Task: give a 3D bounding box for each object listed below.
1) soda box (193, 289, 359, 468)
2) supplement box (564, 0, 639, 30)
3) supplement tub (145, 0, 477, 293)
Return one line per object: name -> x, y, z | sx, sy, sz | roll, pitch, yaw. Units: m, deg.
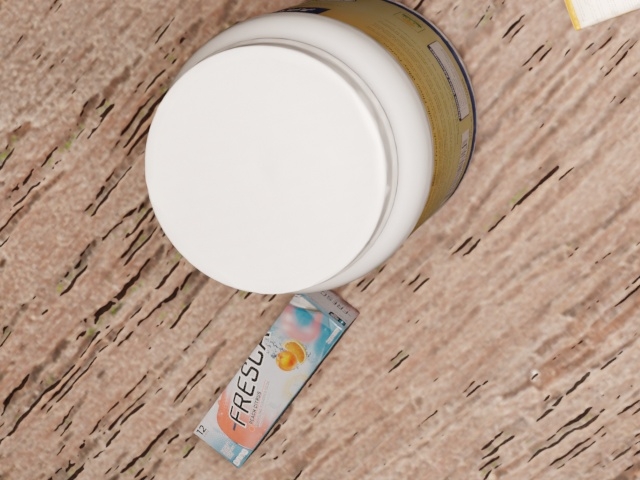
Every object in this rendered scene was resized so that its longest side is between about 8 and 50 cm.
soda box -> -0.042, 0.125, 1.763 | 0.058, 0.063, 0.183 | 37, 110, 5
supplement box -> 0.261, -0.213, 1.593 | 0.098, 0.062, 0.036 | -19, 97, 20
supplement tub -> -0.003, -0.083, 1.562 | 0.228, 0.316, 0.228 | 3, 102, 14
